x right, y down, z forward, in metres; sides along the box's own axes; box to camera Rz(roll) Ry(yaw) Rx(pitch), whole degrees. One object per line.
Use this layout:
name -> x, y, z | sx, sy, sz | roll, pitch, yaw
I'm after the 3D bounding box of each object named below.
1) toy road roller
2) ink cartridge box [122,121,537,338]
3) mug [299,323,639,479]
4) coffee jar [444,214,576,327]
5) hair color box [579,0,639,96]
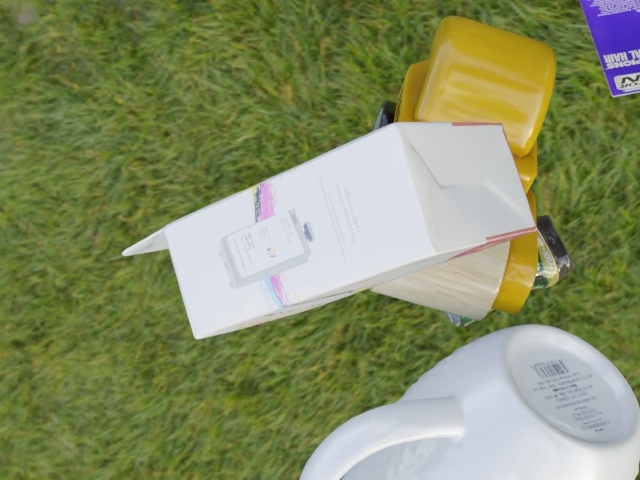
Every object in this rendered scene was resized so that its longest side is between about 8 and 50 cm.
toy road roller -> 0.159, -0.098, 1.156 | 0.202, 0.330, 0.241 | 15, 132, -3
ink cartridge box -> 0.000, 0.000, 0.555 | 0.198, 0.115, 0.067 | -21, 84, 36
mug -> 0.152, 0.258, 1.116 | 0.328, 0.374, 0.276 | -62, 34, 36
coffee jar -> 0.244, 0.038, 1.370 | 0.184, 0.079, 0.096 | -24, 77, -11
hair color box -> 0.351, -0.332, 1.180 | 0.110, 0.339, 0.185 | -9, 64, 24
